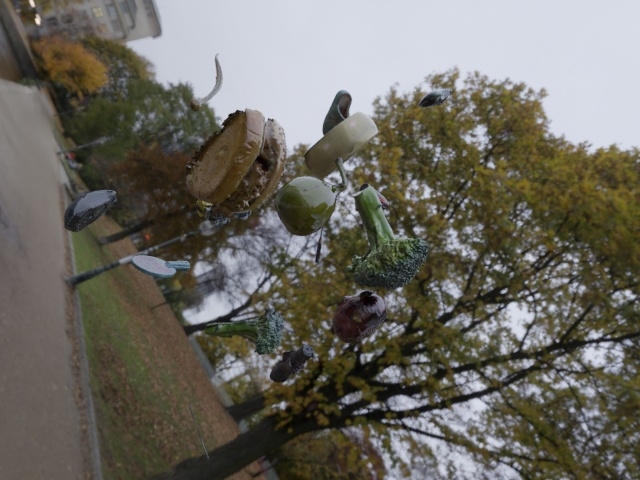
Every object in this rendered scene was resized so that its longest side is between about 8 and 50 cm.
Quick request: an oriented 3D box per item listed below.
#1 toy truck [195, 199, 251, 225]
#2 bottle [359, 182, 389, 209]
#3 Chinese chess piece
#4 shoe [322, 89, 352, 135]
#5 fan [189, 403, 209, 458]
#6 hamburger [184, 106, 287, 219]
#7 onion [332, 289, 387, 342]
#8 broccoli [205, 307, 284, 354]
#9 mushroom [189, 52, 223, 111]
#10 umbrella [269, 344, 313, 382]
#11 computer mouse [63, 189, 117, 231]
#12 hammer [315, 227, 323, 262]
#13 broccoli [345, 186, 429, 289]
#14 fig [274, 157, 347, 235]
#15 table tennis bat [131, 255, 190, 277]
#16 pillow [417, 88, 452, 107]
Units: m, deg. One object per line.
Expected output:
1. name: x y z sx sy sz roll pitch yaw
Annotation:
1. toy truck: -0.409 -0.145 2.145 0.114 0.227 0.098 48 -45 33
2. bottle: 0.248 -0.195 2.273 0.164 0.060 0.060 33 1 -36
3. Chinese chess piece: 0.062 -0.295 1.560 0.097 0.251 0.251 51 -20 -4
4. shoe: 0.071 -0.460 1.869 0.078 0.079 0.195 45 -58 50
5. fan: -0.474 0.742 1.944 0.220 0.009 0.132 62 -22 23
6. hamburger: -0.286 -0.223 1.786 0.445 0.268 0.287 -33 -126 38
7. onion: 0.157 0.307 2.052 0.190 0.246 0.246 49 -25 14
8. broccoli: -0.192 0.228 1.275 0.118 0.204 0.122 73 20 -56
9. mushroom: -0.385 -0.553 1.761 0.043 0.306 0.068 -7 -42 28
10. umbrella: -0.119 0.508 2.047 0.326 0.090 0.094 -46 -137 48
11. computer mouse: -0.630 -0.088 1.354 0.062 0.192 0.106 42 -61 -6
12. hammer: 0.000 0.000 2.234 0.078 0.021 0.201 134 -35 -87
13. broccoli: 0.251 -0.001 1.934 0.353 0.275 0.397 11 -87 29
14. fig: -0.018 -0.091 1.202 0.142 0.186 0.148 99 -27 -52
15. table tennis bat: -0.573 0.095 1.821 0.153 0.244 0.040 31 -77 29
16. pillow: 0.393 -0.491 1.724 0.091 0.135 0.055 9 -67 32
